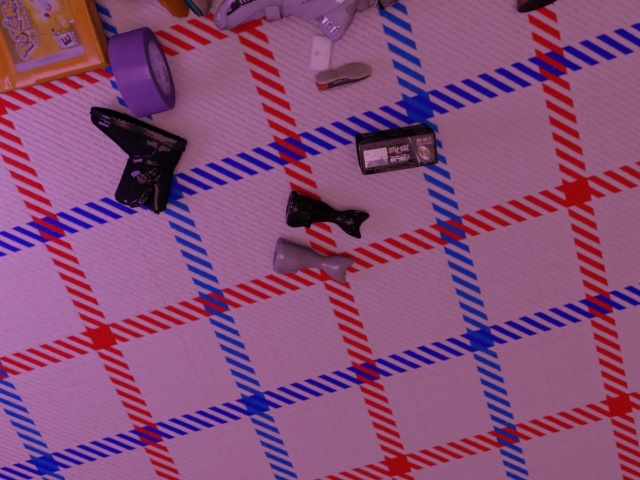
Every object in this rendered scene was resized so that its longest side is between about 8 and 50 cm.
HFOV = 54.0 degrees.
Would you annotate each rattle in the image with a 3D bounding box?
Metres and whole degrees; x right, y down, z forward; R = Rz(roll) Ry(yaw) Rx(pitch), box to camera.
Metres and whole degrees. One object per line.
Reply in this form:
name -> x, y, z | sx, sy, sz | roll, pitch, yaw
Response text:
rattle -> -0.426, -0.574, 1.446 | 0.199, 0.142, 0.130 | -10, 76, 19

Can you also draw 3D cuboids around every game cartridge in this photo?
game cartridge -> -0.665, -0.504, 1.432 | 0.323, 0.053, 0.286 | -11, 108, 12

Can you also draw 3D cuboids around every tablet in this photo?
tablet -> 0.000, -0.447, 1.503 | 0.054, 0.006, 0.083 | 6, 108, -2

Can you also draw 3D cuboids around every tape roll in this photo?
tape roll -> -0.402, -0.381, 1.426 | 0.080, 0.189, 0.189 | -13, 108, 5

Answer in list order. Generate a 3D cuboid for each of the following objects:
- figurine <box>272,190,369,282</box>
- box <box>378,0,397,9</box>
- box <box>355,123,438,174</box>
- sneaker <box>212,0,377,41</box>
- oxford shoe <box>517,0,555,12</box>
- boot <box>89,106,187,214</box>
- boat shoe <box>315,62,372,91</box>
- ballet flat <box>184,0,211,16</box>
figurine -> 0.000, 0.000, 1.614 | 0.209, 0.092, 0.215 | 13, 109, -9
box -> 0.186, -0.719, 1.379 | 0.295, 0.073, 0.293 | -32, 105, 10
box -> 0.178, -0.220, 1.505 | 0.180, 0.147, 0.078 | -9, 108, 2
sneaker -> -0.055, -0.525, 1.404 | 0.365, 0.137, 0.210 | -26, 119, 22
oxford shoe -> 0.537, -0.600, 1.434 | 0.212, 0.076, 0.076 | -32, 76, 12
boot -> -0.470, -0.191, 1.537 | 0.246, 0.094, 0.207 | 21, 103, -14
boat shoe -> 0.056, -0.388, 1.505 | 0.136, 0.049, 0.043 | -13, 150, 1
ballet flat -> -0.304, -0.586, 1.353 | 0.086, 0.248, 0.086 | -6, 73, 19
